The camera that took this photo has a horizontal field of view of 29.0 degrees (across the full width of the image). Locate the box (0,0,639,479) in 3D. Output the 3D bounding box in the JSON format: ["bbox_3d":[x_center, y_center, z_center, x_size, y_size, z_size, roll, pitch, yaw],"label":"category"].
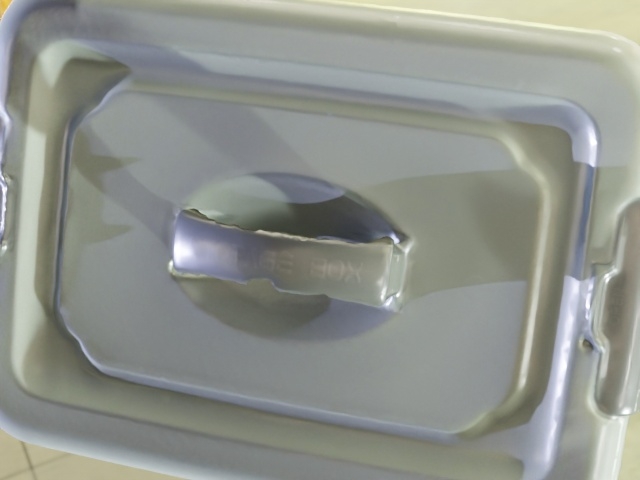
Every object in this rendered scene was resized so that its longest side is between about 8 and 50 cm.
[{"bbox_3d":[0.000,0.000,0.430,0.227,0.162,0.130,8,9,12],"label":"box"}]
